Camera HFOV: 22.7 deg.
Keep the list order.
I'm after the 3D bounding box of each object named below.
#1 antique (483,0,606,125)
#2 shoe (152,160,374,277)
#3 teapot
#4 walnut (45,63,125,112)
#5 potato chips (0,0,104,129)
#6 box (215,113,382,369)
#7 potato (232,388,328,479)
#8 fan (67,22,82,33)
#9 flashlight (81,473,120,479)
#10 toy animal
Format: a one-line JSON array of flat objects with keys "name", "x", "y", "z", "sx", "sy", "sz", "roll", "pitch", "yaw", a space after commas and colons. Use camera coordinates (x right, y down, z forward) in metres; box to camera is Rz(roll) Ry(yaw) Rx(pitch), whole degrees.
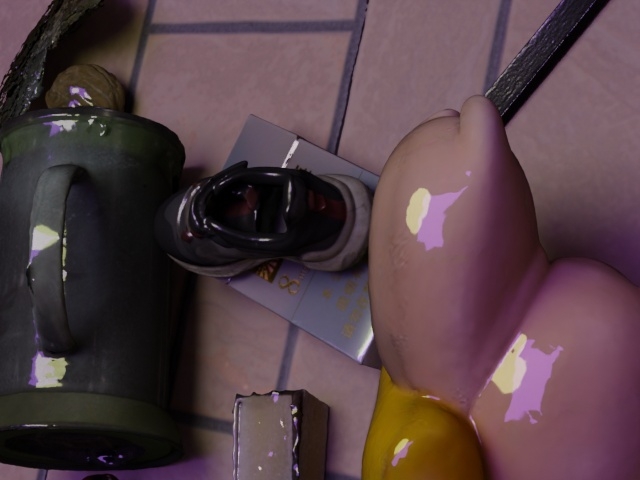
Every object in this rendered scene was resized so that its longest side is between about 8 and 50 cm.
[{"name": "antique", "x": 0.186, "y": -0.157, "z": 1.370, "sx": 0.192, "sy": 0.015, "sz": 0.031, "roll": -51, "pitch": 54, "yaw": 13}, {"name": "shoe", "x": -0.066, "y": -0.026, "z": 1.367, "sx": 0.227, "sy": 0.112, "sz": 0.099, "roll": 0, "pitch": 76, "yaw": 32}, {"name": "teapot", "x": -0.225, "y": 0.027, "z": 1.472, "sx": 0.200, "sy": 0.270, "sz": 0.337, "roll": -1, "pitch": 71, "yaw": 5}, {"name": "walnut", "x": -0.242, "y": -0.140, "z": 1.645, "sx": 0.092, "sy": 0.092, "sz": 0.092, "roll": -12, "pitch": 69, "yaw": 34}, {"name": "potato chips", "x": -0.290, "y": -0.198, "z": 1.674, "sx": 0.220, "sy": 0.029, "sz": 0.202, "roll": -42, "pitch": 27, "yaw": 32}, {"name": "box", "x": 0.000, "y": 0.000, "z": 1.426, "sx": 0.243, "sy": 0.067, "sz": 0.155, "roll": 27, "pitch": 91, "yaw": 38}, {"name": "potato", "x": -0.037, "y": 0.195, "z": 1.397, "sx": 0.086, "sy": 0.061, "sz": 0.122, "roll": -8, "pitch": 73, "yaw": 34}, {"name": "fan", "x": -0.272, "y": -0.265, "z": 1.754, "sx": 0.060, "sy": 0.003, "sz": 0.080, "roll": -39, "pitch": 57, "yaw": 21}, {"name": "flashlight", "x": -0.260, "y": 0.322, "z": 1.510, "sx": 0.232, "sy": 0.093, "sz": 0.093, "roll": -47, "pitch": 54, "yaw": 20}, {"name": "toy animal", "x": 0.161, "y": 0.077, "z": 1.205, "sx": 0.247, "sy": 0.277, "sz": 0.345, "roll": 2, "pitch": 87, "yaw": 8}]
